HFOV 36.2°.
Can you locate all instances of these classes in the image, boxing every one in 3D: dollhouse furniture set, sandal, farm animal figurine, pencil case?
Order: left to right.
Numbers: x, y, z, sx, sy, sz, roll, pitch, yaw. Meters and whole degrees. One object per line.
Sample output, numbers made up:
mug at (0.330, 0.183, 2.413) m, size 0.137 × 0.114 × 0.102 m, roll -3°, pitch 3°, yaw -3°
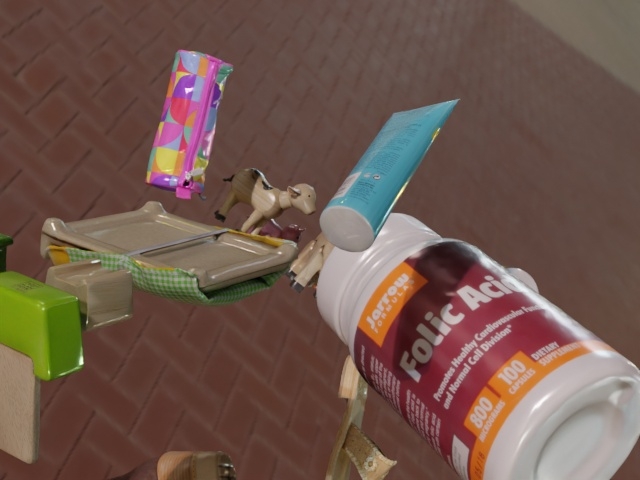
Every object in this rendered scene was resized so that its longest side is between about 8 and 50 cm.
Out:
dollhouse furniture set at (-0.185, 0.073, 0.851) m, size 0.197 × 0.151 × 0.301 m, roll 17°, pitch 18°, yaw 31°
pencil case at (-0.209, -0.183, 1.566) m, size 0.104 × 0.104 × 0.236 m, roll 13°, pitch 88°, yaw -49°
farm animal figurine at (0.000, 0.000, 1.731) m, size 0.330 × 0.172 × 0.327 m, roll 36°, pitch 4°, yaw -30°
sandal at (0.060, 0.266, 1.251) m, size 0.088 × 0.079 × 0.240 m, roll 48°, pitch 47°, yaw -66°

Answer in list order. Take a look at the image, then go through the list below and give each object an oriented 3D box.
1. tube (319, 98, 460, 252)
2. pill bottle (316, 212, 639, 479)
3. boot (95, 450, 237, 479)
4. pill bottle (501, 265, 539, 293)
tube at (0.064, -0.073, 0.927) m, size 0.207 × 0.080 × 0.052 m, roll -57°, pitch 132°, yaw -41°
pill bottle at (0.174, 0.134, 1.185) m, size 0.224 × 0.224 × 0.392 m, roll 22°, pitch 14°, yaw -43°
boot at (-0.173, 0.353, 1.030) m, size 0.090 × 0.207 × 0.248 m, roll 35°, pitch 41°, yaw -53°
pill bottle at (0.293, 0.100, 1.802) m, size 0.119 × 0.119 × 0.208 m, roll 38°, pitch -12°, yaw -23°
